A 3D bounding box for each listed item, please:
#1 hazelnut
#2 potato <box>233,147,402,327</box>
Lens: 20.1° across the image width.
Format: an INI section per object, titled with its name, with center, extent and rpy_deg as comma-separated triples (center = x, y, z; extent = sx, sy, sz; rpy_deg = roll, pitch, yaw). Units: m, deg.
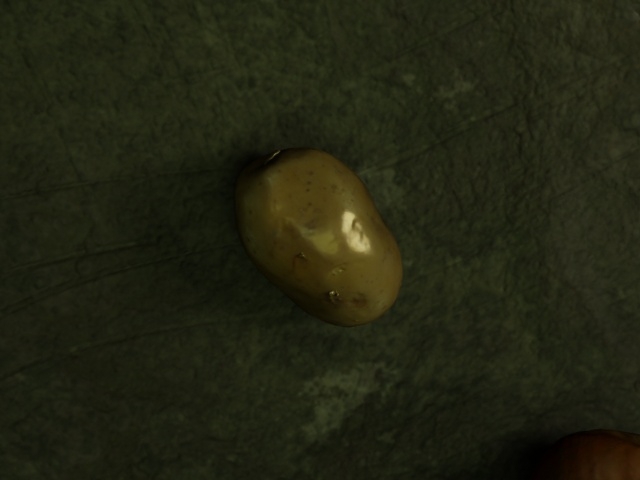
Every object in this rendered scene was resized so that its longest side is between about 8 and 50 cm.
[hazelnut]
center = 0.281, 0.278, 1.641
extent = 0.214, 0.214, 0.176
rpy_deg = 28, 131, -15
[potato]
center = 0.000, 0.000, 1.557
extent = 0.118, 0.109, 0.178
rpy_deg = -35, 114, 5
